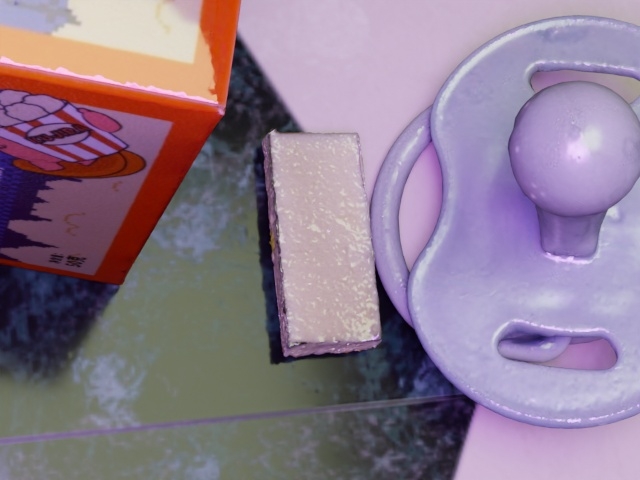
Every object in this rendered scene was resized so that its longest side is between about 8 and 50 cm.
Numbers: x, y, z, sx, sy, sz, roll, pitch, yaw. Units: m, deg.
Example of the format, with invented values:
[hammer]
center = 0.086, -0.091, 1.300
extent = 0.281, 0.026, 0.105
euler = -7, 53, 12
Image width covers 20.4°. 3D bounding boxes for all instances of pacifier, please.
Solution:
[pacifier]
center = 0.148, -0.035, 1.130
extent = 0.238, 0.226, 0.287
euler = 10, 70, 7

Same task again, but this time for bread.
[bread]
center = 0.000, 0.000, 1.180
extent = 0.068, 0.028, 0.154
euler = -2, 74, -16

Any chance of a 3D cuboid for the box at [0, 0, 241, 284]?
[box]
center = -0.187, -0.182, 1.009
extent = 0.256, 0.349, 0.319
euler = 12, 73, -11
